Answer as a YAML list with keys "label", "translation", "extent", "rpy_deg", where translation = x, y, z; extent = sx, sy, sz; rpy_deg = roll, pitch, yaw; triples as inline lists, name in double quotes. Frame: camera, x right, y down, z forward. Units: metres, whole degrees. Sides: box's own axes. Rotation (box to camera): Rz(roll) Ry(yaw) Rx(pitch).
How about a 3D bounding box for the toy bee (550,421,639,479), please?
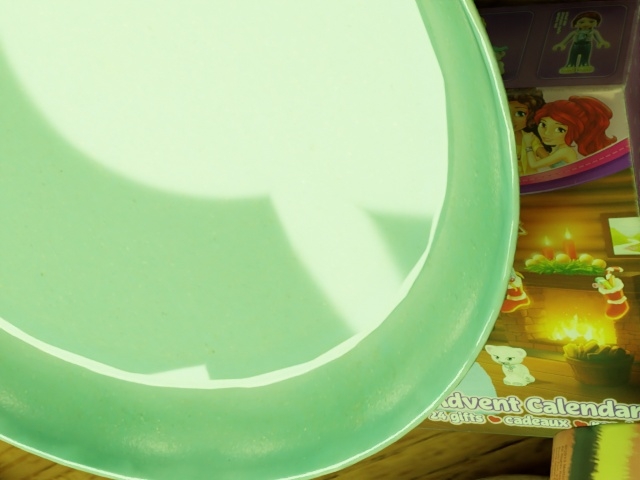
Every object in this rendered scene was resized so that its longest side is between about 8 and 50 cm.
- label: "toy bee"
  translation: [0.246, 0.116, 0.518]
  extent: [0.298, 0.195, 0.162]
  rpy_deg: [-3, 168, -35]

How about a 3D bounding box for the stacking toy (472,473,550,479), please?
- label: "stacking toy"
  translation: [-0.021, 0.314, 0.783]
  extent: [0.350, 0.351, 0.479]
  rpy_deg: [44, 149, -25]

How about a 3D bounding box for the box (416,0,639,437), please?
- label: "box"
  translation: [0.000, 0.000, 0.566]
  extent: [0.293, 0.057, 0.201]
  rpy_deg: [0, 134, 22]

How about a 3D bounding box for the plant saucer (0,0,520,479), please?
- label: "plant saucer"
  translation: [-0.085, -0.041, 0.448]
  extent: [0.317, 0.044, 0.318]
  rpy_deg: [11, 128, 14]

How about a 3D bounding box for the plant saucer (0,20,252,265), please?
- label: "plant saucer"
  translation: [-0.083, -0.032, 0.501]
  extent: [0.168, 0.029, 0.168]
  rpy_deg: [11, 128, 15]
